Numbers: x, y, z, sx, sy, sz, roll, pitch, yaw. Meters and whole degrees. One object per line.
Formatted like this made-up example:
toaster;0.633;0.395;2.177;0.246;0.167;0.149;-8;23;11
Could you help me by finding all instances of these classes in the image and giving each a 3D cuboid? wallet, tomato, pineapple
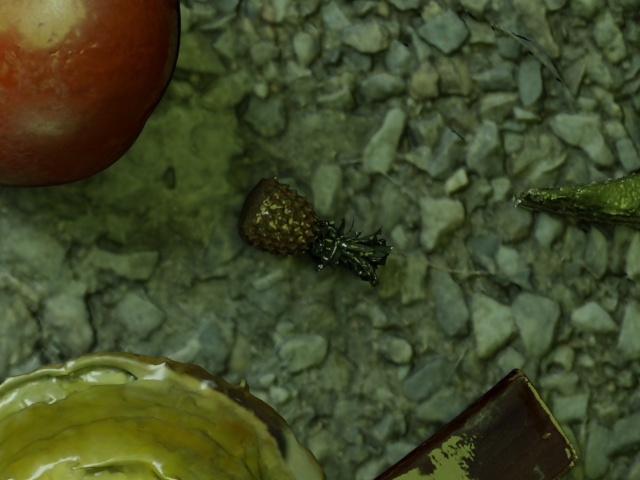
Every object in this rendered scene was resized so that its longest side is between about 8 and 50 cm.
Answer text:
wallet;0.112;0.185;1.167;0.176;0.026;0.095;-36;91;-22
tomato;-0.184;-0.138;0.992;0.184;0.208;0.208;-4;85;-15
pineapple;0.000;0.000;1.129;0.124;0.058;0.058;26;75;-17

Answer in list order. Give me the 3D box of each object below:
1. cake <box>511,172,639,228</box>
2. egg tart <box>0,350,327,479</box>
cake;0.225;-0.027;1.222;0.140;0.051;0.055;-9;89;-20
egg tart;-0.137;0.233;0.973;0.345;0.132;0.345;1;74;-2
